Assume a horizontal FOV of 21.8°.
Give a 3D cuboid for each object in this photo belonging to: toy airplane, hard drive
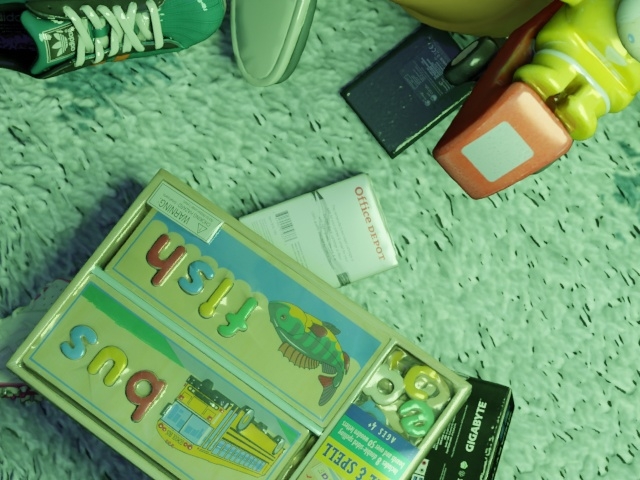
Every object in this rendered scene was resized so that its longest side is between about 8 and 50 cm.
[{"bbox_3d":[0.305,-0.215,1.493,0.386,0.272,0.384,3,99,-6],"label":"toy airplane"},{"bbox_3d":[0.102,-0.166,1.827,0.135,0.022,0.094,-38,91,3],"label":"hard drive"}]

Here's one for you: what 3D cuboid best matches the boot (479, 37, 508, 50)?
[{"bbox_3d":[0.240,-0.320,1.725,0.090,0.207,0.248,2,88,-33],"label":"boot"}]

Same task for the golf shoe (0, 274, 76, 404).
[{"bbox_3d":[-0.298,0.106,1.821,0.306,0.115,0.140,-4,77,0],"label":"golf shoe"}]

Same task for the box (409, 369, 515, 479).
[{"bbox_3d":[0.040,0.276,1.748,0.257,0.079,0.322,13,72,15],"label":"box"}]

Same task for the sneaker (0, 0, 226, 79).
[{"bbox_3d":[-0.253,-0.223,1.773,0.302,0.121,0.108,-4,120,6],"label":"sneaker"}]

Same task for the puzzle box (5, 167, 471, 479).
[{"bbox_3d":[-0.086,0.145,1.720,0.409,0.052,0.272,34,79,11],"label":"puzzle box"}]

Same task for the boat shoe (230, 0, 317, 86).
[{"bbox_3d":[-0.015,-0.316,1.781,0.116,0.099,0.319,9,90,44],"label":"boat shoe"}]

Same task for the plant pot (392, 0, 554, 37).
[{"bbox_3d":[0.118,-0.349,1.662,0.291,0.203,0.291,6,98,43],"label":"plant pot"}]

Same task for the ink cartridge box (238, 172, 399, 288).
[{"bbox_3d":[0.000,0.000,1.818,0.150,0.063,0.109,-20,91,2],"label":"ink cartridge box"}]
